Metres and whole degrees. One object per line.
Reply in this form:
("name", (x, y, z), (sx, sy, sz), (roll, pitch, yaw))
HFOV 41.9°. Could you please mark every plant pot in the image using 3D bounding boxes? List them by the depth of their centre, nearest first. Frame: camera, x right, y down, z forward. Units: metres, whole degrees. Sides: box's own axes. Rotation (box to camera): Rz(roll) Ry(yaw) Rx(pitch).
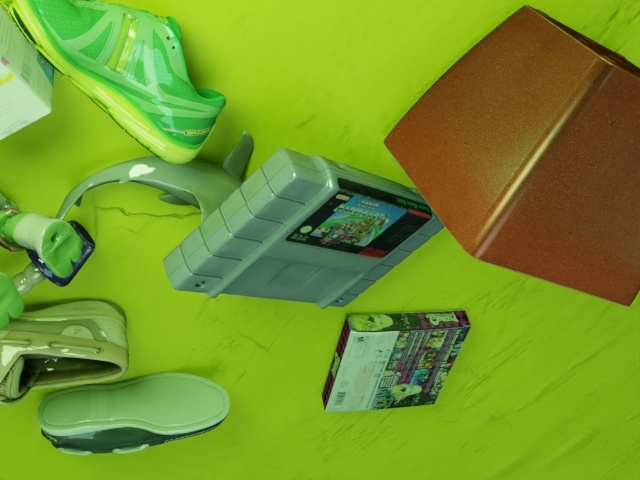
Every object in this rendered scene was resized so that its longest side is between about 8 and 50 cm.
("plant pot", (0.278, -0.116, 0.990), (0.267, 0.267, 0.235), (16, 117, -29))

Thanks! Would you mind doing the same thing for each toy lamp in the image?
("toy lamp", (-0.410, 0.076, 1.075), (0.275, 0.080, 0.080), (-40, 135, -1))

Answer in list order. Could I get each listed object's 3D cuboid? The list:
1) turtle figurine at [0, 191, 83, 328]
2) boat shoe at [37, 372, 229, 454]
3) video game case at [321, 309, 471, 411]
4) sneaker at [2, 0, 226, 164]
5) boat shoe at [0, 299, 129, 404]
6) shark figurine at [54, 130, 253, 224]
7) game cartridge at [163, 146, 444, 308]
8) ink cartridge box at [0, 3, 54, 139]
("turtle figurine", (-0.406, 0.024, 0.950), (0.198, 0.266, 0.274), (-11, 117, -57))
("boat shoe", (-0.294, 0.284, 1.347), (0.303, 0.114, 0.091), (0, 136, 2))
("video game case", (0.124, 0.209, 1.427), (0.210, 0.042, 0.232), (-1, 136, -14))
("sneaker", (-0.215, -0.206, 0.873), (0.123, 0.109, 0.295), (-48, 129, -2))
("boat shoe", (-0.441, 0.164, 1.161), (0.341, 0.110, 0.121), (-9, 139, -11))
("shark figurine", (-0.177, -0.052, 1.020), (0.278, 0.116, 0.166), (7, 132, -25))
("game cartridge", (0.000, 0.000, 1.082), (0.230, 0.068, 0.355), (-37, 153, 27))
("ink cartridge box", (-0.352, -0.185, 0.844), (0.090, 0.092, 0.143), (-25, 135, 12))
